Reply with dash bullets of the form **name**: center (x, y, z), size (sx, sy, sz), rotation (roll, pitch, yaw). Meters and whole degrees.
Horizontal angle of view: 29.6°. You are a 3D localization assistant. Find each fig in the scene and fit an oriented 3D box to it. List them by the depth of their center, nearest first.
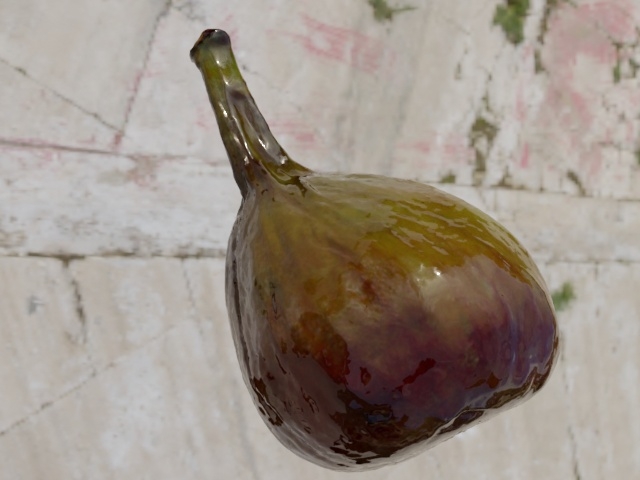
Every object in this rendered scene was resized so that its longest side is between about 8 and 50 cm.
- **fig**: center (0.010, 0.014, 0.749), size (0.190, 0.290, 0.191), rotation (-25, 143, -20)
